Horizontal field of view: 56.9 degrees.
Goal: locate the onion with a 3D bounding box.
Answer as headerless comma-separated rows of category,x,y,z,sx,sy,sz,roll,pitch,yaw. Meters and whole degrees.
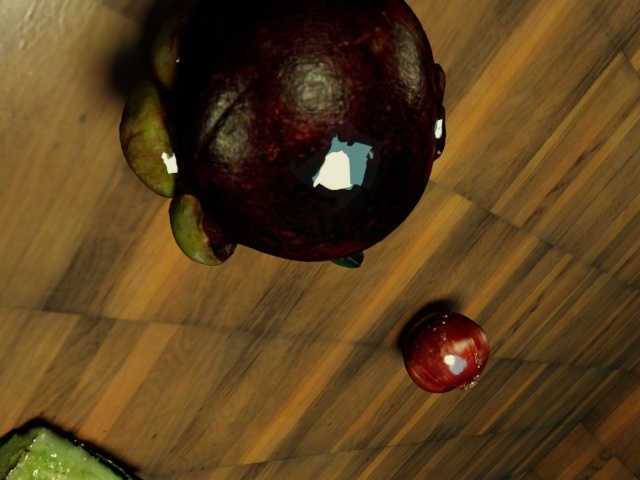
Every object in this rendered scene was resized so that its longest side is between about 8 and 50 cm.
onion,0.182,0.162,0.855,0.131,0.131,0.131,-23,140,-22

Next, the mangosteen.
mangosteen,-0.018,-0.082,0.391,0.210,0.210,0.209,-23,140,-22

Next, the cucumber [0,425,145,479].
cucumber,-0.264,0.258,0.623,0.078,0.062,0.211,-63,145,-28

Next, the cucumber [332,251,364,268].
cucumber,0.000,0.000,0.610,0.184,0.033,0.036,22,93,-51
